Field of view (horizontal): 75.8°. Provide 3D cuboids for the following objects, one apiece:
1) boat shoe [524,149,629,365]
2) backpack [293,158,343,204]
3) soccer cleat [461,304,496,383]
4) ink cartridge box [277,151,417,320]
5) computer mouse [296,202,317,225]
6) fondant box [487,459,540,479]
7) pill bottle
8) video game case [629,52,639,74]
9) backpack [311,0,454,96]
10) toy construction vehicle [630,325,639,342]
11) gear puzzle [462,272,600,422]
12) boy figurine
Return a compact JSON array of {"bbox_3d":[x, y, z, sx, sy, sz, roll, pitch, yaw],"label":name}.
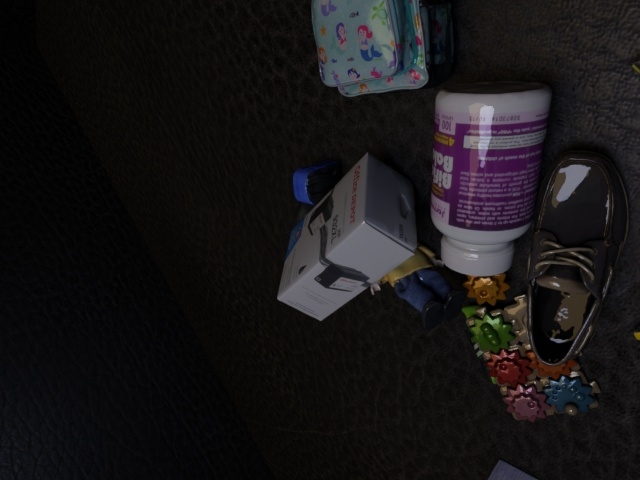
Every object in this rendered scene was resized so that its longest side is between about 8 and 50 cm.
[{"bbox_3d":[0.396,0.042,0.642,0.132,0.130,0.355,5,111,32],"label":"boat shoe"},{"bbox_3d":[-0.013,-0.140,1.018,0.101,0.120,0.098,11,120,44],"label":"backpack"},{"bbox_3d":[0.353,0.220,0.887,0.072,0.060,0.178,0,108,61],"label":"soccer cleat"},{"bbox_3d":[0.051,-0.002,0.889,0.129,0.223,0.307,30,132,-20],"label":"ink cartridge box"},{"bbox_3d":[0.000,0.000,1.126,0.188,0.072,0.272,-2,110,49],"label":"computer mouse"},{"bbox_3d":[0.542,0.690,0.922,0.330,0.096,0.238,13,121,42],"label":"fondant box"},{"bbox_3d":[0.272,-0.099,0.688,0.169,0.169,0.301,19,124,40],"label":"pill bottle"},{"bbox_3d":[0.546,-0.212,0.425,0.248,0.035,0.275,53,140,11],"label":"video game case"},{"bbox_3d":[0.100,-0.385,0.704,0.225,0.191,0.253,13,116,44],"label":"backpack"},{"bbox_3d":[0.560,0.158,0.638,0.098,0.035,0.086,-42,68,48],"label":"toy construction vehicle"},{"bbox_3d":[0.386,0.197,0.793,0.175,0.044,0.339,-26,91,31],"label":"gear puzzle"},{"bbox_3d":[0.173,0.064,0.902,0.285,0.177,0.092,48,154,44],"label":"boy figurine"}]
